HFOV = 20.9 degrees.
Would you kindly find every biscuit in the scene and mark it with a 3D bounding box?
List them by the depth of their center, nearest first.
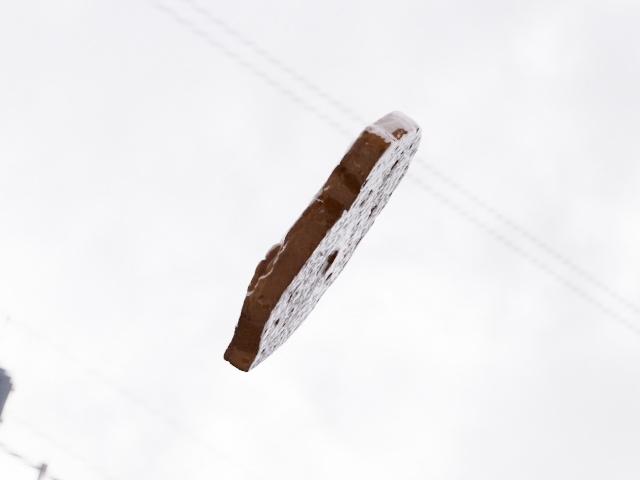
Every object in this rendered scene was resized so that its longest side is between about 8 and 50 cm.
[{"bbox_3d":[0.000,0.000,0.746,0.019,0.102,0.130,35,-82,10],"label":"biscuit"}]
